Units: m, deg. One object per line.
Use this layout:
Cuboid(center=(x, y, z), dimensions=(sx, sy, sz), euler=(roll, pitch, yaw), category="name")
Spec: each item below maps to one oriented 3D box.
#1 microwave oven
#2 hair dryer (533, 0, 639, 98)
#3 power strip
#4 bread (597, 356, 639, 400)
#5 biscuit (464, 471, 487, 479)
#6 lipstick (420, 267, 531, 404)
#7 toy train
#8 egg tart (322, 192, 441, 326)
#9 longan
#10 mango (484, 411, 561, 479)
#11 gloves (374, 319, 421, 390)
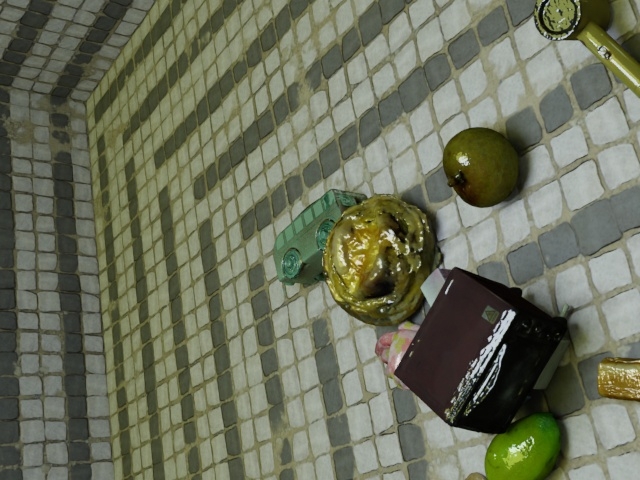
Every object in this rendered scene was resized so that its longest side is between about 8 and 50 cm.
Cuboid(center=(0.289, 0.202, 1.445), dimensions=(0.188, 0.178, 0.247), euler=(37, 104, 45), category="microwave oven")
Cuboid(center=(0.500, -0.327, 1.408), dimensions=(0.278, 0.135, 0.090), euler=(53, 128, 22), category="hair dryer")
Cuboid(center=(0.409, 0.190, 1.494), dimensions=(0.075, 0.042, 0.175), euler=(43, 118, 48), category="power strip")
Cuboid(center=(0.516, 0.228, 1.335), dimensions=(0.132, 0.053, 0.074), euler=(-10, 81, 53), category="bread")
Cuboid(center=(0.319, 0.523, 1.586), dimensions=(0.071, 0.018, 0.147), euler=(-49, 47, 34), category="biscuit")
Cuboid(center=(0.301, 0.196, 1.619), dimensions=(0.068, 0.066, 0.317), euler=(-54, 45, 33), category="lipstick")
Cuboid(center=(0.000, 0.000, 2.013), dimensions=(0.326, 0.129, 0.159), euler=(-40, 52, 42), category="toy train")
Cuboid(center=(0.120, 0.040, 1.780), dimensions=(0.297, 0.132, 0.297), euler=(-1, 87, 27), category="egg tart")
Cuboid(center=(0.304, -0.138, 1.583), dimensions=(0.155, 0.176, 0.145), euler=(40, 145, 21), category="longan")
Cuboid(center=(0.364, 0.384, 1.480), dimensions=(0.178, 0.100, 0.119), euler=(-56, 41, 21), category="mango")
Cuboid(center=(0.187, 0.244, 1.730), dimensions=(0.241, 0.126, 0.145), euler=(-1, 86, 47), category="gloves")
